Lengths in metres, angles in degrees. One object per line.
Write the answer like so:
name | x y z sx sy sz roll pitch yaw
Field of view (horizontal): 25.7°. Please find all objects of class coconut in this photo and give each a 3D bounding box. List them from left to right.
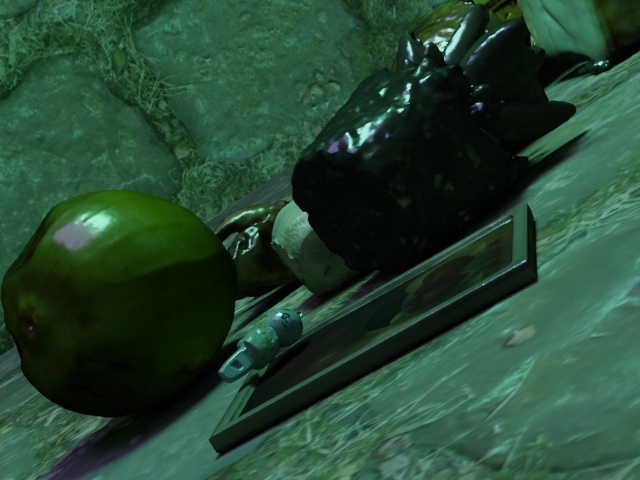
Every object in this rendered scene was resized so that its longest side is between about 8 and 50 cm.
coconut | 0.000 0.000 1.511 0.110 0.110 0.124 -32 14 -3

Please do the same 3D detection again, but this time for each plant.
plant | 0.126 -0.102 1.438 0.181 0.194 0.320 -3 32 50

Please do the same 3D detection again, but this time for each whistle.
whistle | -0.050 0.091 1.230 0.100 0.035 0.035 -39 10 -32

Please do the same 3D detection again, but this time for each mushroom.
mushroom | 0.372 -0.465 1.918 0.313 0.397 0.224 -31 8 -16

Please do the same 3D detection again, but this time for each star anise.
star anise | -0.036 -0.011 1.717 0.349 0.109 0.292 -28 0 23

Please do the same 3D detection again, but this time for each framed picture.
framed picture | 0.051 0.068 1.171 0.289 0.020 0.211 -31 7 14

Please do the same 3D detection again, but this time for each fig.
fig | -0.192 0.057 1.462 0.271 0.239 0.239 -22 -1 -42

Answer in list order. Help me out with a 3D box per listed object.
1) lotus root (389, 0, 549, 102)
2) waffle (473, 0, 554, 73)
lotus root | 0.144 -0.161 1.686 0.180 0.188 0.199 -42 14 -23
waffle | 0.274 -0.307 2.109 0.327 0.098 0.224 -39 -23 -35
